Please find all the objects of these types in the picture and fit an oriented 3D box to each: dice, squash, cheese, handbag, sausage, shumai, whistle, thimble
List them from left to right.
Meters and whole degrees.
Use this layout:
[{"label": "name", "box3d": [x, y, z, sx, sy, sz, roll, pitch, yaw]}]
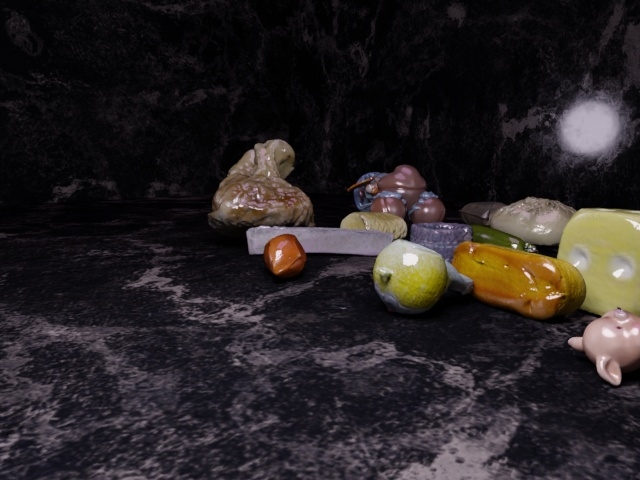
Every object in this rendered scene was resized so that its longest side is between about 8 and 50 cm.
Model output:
[{"label": "shumai", "box3d": [-0.160, -0.144, 1.384, 0.266, 0.263, 0.314, -12, -11, 36]}, {"label": "sausage", "box3d": [-0.071, 0.029, 1.039, 0.089, 0.089, 0.179, 2, 6, -4]}, {"label": "cheese", "box3d": [0.150, -0.034, 1.486, 0.167, 0.094, 0.123, -5, 10, -41]}, {"label": "whistle", "box3d": [0.165, 0.067, 0.844, 0.223, 0.123, 0.122, 12, 0, -41]}, {"label": "thimble", "box3d": [0.278, 0.011, 1.213, 0.149, 0.098, 0.150, 1, 9, 0]}, {"label": "squash", "box3d": [0.451, 0.002, 1.424, 0.071, 0.080, 0.318, -39, 19, -11]}, {"label": "handbag", "box3d": [0.625, -0.085, 1.914, 0.182, 0.117, 0.270, 10, 7, -5]}, {"label": "dice", "box3d": [0.516, 0.036, 0.877, 0.166, 0.169, 0.169, -3, 10, -32]}]

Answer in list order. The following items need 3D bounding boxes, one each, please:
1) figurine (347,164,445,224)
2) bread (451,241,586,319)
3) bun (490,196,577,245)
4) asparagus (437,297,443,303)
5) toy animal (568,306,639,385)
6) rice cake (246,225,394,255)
[{"label": "figurine", "box3d": [0.263, -0.154, 1.960, 0.276, 0.249, 0.388, -3, 0, -17]}, {"label": "bread", "box3d": [0.319, 0.061, 0.889, 0.094, 0.102, 0.245, -1, 11, -27]}, {"label": "bun", "box3d": [0.690, -0.062, 1.656, 0.286, 0.146, 0.287, 4, 11, -1]}, {"label": "asparagus", "box3d": [0.175, 0.093, 0.924, 0.015, 0.014, 0.114, -41, 29, -24]}, {"label": "toy animal", "box3d": [0.372, 0.124, 0.603, 0.149, 0.089, 0.083, 2, -12, 16]}, {"label": "rice cake", "box3d": [0.000, 0.000, 1.294, 0.364, 0.073, 0.056, 0, 6, -12]}]
